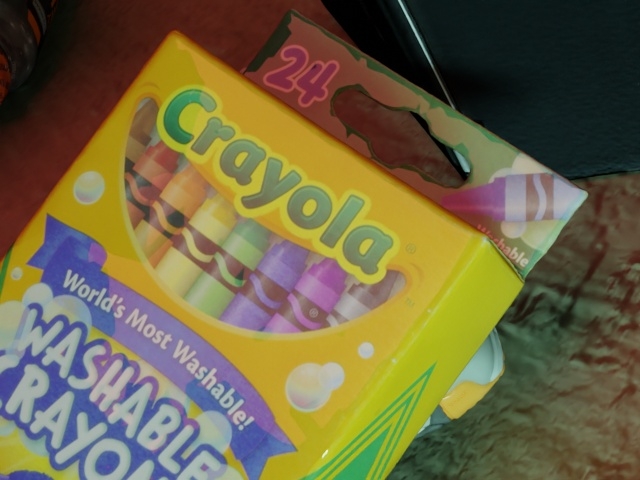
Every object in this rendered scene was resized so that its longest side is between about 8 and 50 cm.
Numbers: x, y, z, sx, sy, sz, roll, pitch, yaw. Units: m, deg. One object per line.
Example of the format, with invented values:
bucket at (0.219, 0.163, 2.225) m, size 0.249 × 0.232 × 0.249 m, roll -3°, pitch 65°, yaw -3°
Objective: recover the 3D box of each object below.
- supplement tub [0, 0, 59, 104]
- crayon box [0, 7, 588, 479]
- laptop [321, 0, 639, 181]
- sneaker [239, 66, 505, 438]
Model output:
supplement tub at (-0.262, -0.189, 1.158) m, size 0.117 × 0.117 × 0.190 m, roll -10°, pitch 46°, yaw 23°
crayon box at (-0.051, 0.045, 0.722) m, size 0.203 × 0.083 × 0.323 m, roll 35°, pitch 87°, yaw 26°
laptop at (0.094, -0.232, 0.779) m, size 0.236 × 0.382 × 0.408 m, roll -32°, pitch 41°, yaw 0°
sneaker at (0.000, 0.000, 0.809) m, size 0.099 × 0.121 × 0.262 m, roll -36°, pitch 41°, yaw -3°
